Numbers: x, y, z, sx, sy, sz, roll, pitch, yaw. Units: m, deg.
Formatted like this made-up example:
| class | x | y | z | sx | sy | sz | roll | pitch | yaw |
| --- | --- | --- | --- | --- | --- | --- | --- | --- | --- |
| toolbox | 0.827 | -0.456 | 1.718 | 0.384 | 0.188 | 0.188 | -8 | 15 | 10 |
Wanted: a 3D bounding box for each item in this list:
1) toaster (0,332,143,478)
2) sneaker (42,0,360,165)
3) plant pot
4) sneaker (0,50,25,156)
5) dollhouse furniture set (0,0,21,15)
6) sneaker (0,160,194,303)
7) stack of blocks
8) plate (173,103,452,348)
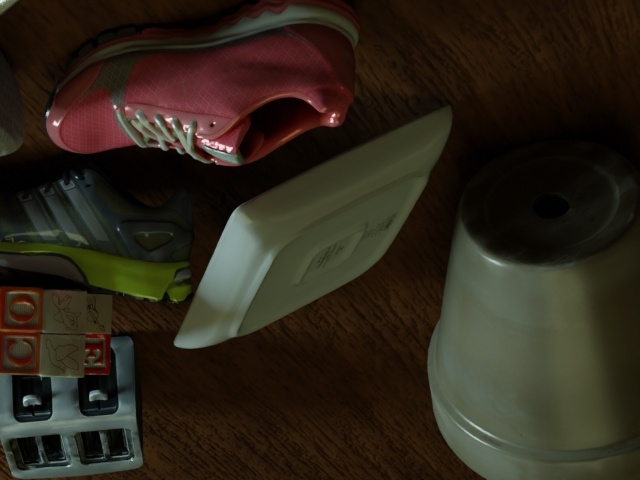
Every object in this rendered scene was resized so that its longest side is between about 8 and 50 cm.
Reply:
| class | x | y | z | sx | sy | sz | roll | pitch | yaw |
| --- | --- | --- | --- | --- | --- | --- | --- | --- | --- |
| toaster | -0.296 | 0.200 | 2.271 | 0.168 | 0.110 | 0.185 | -4 | 150 | -4 |
| sneaker | -0.112 | -0.124 | 1.733 | 0.314 | 0.136 | 0.116 | -17 | 147 | 17 |
| plant pot | 0.253 | 0.058 | 1.998 | 0.323 | 0.323 | 0.280 | -11 | 133 | 7 |
| sneaker | -0.420 | -0.148 | 1.624 | 0.210 | 0.137 | 0.366 | -19 | 151 | 14 |
| dollhouse furniture set | -0.170 | -0.294 | 1.399 | 0.242 | 0.161 | 0.212 | -28 | -179 | 45 |
| sneaker | -0.262 | -0.026 | 1.910 | 0.300 | 0.121 | 0.111 | 13 | -177 | -2 |
| stack of blocks | -0.303 | 0.094 | 1.985 | 0.171 | 0.087 | 0.297 | 2 | 177 | -14 |
| plate | 0.000 | 0.000 | 1.928 | 0.278 | 0.045 | 0.277 | -27 | 160 | -30 |
